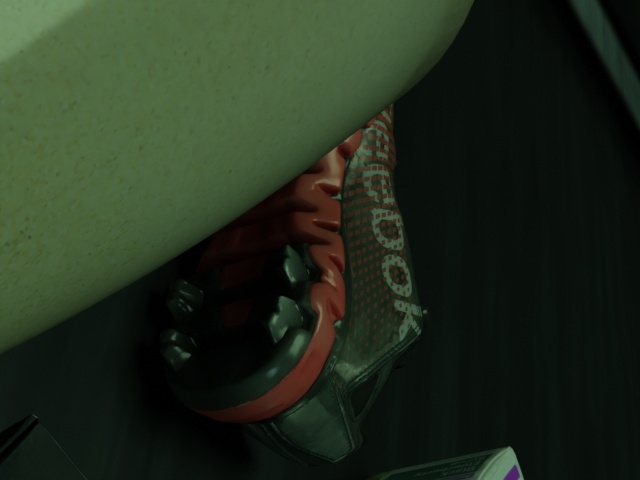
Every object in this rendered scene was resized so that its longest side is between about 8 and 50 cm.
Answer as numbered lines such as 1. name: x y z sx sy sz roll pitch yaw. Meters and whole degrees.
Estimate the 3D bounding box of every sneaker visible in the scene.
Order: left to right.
1. sneaker: 0.000 0.000 0.719 0.135 0.098 0.276 52 35 -38

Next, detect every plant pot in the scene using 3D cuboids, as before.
1. plant pot: -0.123 -0.068 0.385 0.274 0.256 0.256 -49 121 -41

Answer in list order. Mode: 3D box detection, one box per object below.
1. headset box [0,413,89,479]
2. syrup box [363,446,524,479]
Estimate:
1. headset box: -0.084 0.213 0.306 0.246 0.131 0.283 52 26 -8
2. syrup box: 0.089 0.245 0.760 0.096 0.093 0.236 -24 97 -65
